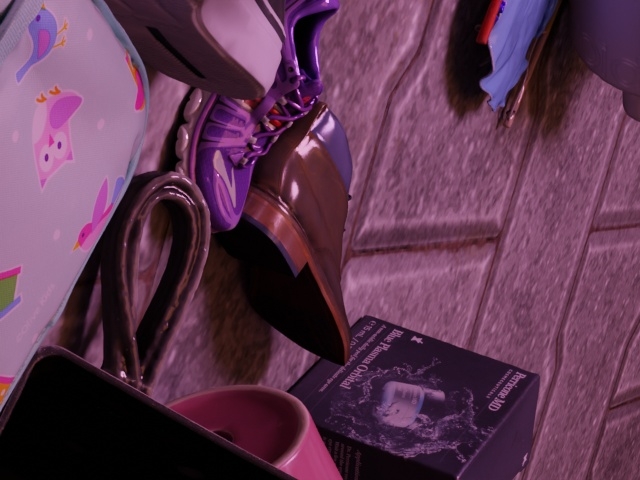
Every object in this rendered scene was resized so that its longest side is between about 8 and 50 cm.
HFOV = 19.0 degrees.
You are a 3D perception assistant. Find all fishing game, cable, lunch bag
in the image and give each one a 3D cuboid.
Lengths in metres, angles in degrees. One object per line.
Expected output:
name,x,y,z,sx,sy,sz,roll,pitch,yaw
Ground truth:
fishing game,0.163,-0.200,1.575,0.264,0.041,0.189,34,76,-75
cable,-0.113,0.105,1.102,0.139,0.072,0.287,35,77,-31
lunch bag,-0.192,-0.013,0.814,0.279,0.107,0.224,-62,156,-20

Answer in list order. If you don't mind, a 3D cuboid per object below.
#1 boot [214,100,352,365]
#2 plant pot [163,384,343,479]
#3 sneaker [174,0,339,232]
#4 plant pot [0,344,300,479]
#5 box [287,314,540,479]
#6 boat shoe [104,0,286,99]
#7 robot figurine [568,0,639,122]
boot,0.000,0.000,1.303,0.106,0.082,0.219,-59,153,-20
plant pot,-0.052,0.202,1.229,0.201,0.201,0.180,-45,131,-47
sneaker,-0.037,-0.083,1.165,0.068,0.071,0.170,13,97,-67
plant pot,-0.123,0.187,0.962,0.167,0.187,0.188,-27,-144,63
box,0.065,0.151,1.471,0.156,0.158,0.093,-43,145,-50
boat shoe,-0.083,-0.174,0.959,0.335,0.121,0.119,56,48,-76
robot figurine,0.315,-0.261,1.658,0.353,0.199,0.300,82,-5,-48
